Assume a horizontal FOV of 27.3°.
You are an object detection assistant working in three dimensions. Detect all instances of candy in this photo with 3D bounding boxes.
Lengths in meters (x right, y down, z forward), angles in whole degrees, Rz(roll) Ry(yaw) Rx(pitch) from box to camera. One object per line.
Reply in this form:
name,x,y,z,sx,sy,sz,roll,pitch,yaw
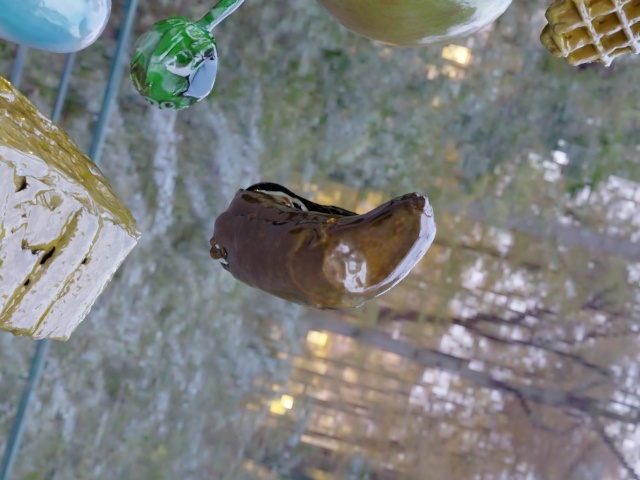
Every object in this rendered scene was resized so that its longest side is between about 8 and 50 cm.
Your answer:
candy,-0.087,-0.275,1.437,0.323,0.097,0.097,-50,176,-11

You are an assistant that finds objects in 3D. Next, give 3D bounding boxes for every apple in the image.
apple,0.132,-0.428,1.773,0.338,0.305,0.338,-17,112,-48

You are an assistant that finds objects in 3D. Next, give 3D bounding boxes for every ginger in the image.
ginger,-0.014,0.004,1.276,0.309,0.133,0.107,15,-59,59

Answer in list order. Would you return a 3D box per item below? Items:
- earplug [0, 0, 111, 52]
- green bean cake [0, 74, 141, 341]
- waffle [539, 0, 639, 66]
earplug,-0.340,-0.294,1.244,0.185,0.324,0.185,-50,-167,16
green bean cake,-0.261,-0.049,0.948,0.131,0.229,0.224,-51,147,5
waffle,0.357,-0.281,1.558,0.160,0.211,0.055,46,23,-55
